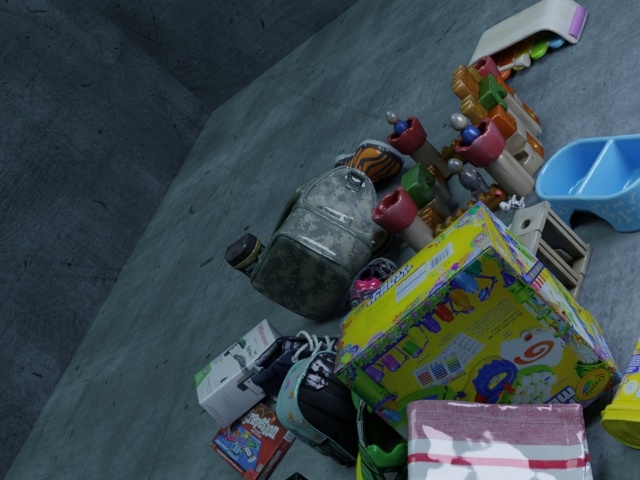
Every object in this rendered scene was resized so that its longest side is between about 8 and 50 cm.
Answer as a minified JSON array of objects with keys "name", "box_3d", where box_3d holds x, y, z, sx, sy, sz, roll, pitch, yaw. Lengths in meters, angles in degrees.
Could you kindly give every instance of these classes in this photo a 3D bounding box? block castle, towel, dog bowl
[{"name":"block castle","box_3d":[0.261,-0.190,1.834,0.303,0.213,0.453,-38,16,26]},{"name":"towel","box_3d":[0.227,0.340,1.127,0.237,0.037,0.329,0,45,5]},{"name":"dog bowl","box_3d":[0.482,-0.103,1.536,0.166,0.074,0.297,-55,22,-13]}]

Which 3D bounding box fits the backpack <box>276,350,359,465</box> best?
[{"name":"backpack","box_3d":[0.014,0.295,1.630,0.144,0.188,0.166,-18,38,52]}]

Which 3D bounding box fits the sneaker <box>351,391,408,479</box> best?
[{"name":"sneaker","box_3d":[0.121,0.258,1.488,0.344,0.134,0.146,-92,1,-47]}]

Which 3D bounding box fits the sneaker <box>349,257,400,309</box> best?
[{"name":"sneaker","box_3d":[0.120,0.088,1.778,0.120,0.112,0.299,-10,15,8]}]

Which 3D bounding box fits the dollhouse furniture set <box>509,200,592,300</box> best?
[{"name":"dollhouse furniture set","box_3d":[0.329,0.044,1.515,0.183,0.129,0.129,-20,36,49]}]

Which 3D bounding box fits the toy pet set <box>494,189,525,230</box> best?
[{"name":"toy pet set","box_3d":[0.352,-0.014,1.606,0.114,0.122,0.065,14,50,26]}]

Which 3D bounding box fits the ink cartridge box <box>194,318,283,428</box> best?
[{"name":"ink cartridge box","box_3d":[-0.168,0.296,2.047,0.219,0.092,0.160,-39,20,0]}]

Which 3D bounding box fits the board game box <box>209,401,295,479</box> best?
[{"name":"board game box","box_3d":[-0.146,0.423,1.945,0.145,0.027,0.281,-53,22,-12]}]

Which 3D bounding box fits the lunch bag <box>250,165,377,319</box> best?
[{"name":"lunch bag","box_3d":[0.000,0.000,2.030,0.256,0.212,0.305,-60,1,-33]}]

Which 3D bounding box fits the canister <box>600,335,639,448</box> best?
[{"name":"canister","box_3d":[0.446,0.178,1.157,0.126,0.073,0.170,-10,43,57]}]

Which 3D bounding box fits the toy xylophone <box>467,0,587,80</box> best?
[{"name":"toy xylophone","box_3d":[0.456,-0.445,2.117,0.322,0.081,0.236,-11,44,57]}]

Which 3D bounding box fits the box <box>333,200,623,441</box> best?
[{"name":"box","box_3d":[0.221,0.156,1.315,0.290,0.279,0.177,-41,13,18]}]

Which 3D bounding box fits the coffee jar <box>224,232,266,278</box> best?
[{"name":"coffee jar","box_3d":[-0.153,0.064,2.319,0.096,0.184,0.079,-35,26,33]}]

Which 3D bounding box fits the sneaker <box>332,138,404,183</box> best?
[{"name":"sneaker","box_3d":[0.094,-0.138,2.295,0.180,0.124,0.321,-62,14,-17]}]

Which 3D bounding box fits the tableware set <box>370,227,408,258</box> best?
[{"name":"tableware set","box_3d":[0.164,-0.023,2.053,0.194,0.039,0.128,-33,27,35]}]

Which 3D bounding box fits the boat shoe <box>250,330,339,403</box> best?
[{"name":"boat shoe","box_3d":[0.012,0.231,1.775,0.340,0.158,0.127,-38,25,28]}]

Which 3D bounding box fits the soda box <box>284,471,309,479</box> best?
[{"name":"soda box","box_3d":[-0.084,0.499,1.668,0.169,0.053,0.060,-41,24,23]}]
